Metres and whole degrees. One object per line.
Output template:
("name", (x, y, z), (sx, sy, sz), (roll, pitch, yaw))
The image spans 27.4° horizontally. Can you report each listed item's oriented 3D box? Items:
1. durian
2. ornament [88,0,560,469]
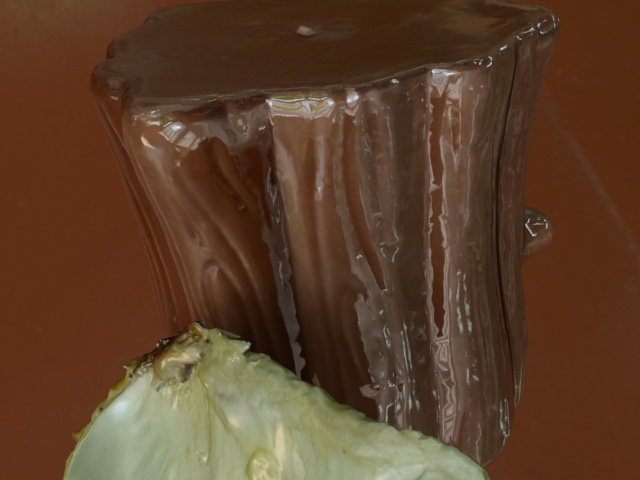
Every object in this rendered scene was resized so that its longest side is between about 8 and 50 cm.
("durian", (-0.012, 0.111, 0.502), (0.144, 0.252, 0.139), (9, 99, -28))
("ornament", (0.000, 0.000, 0.651), (0.235, 0.221, 0.217), (-28, 120, -42))
